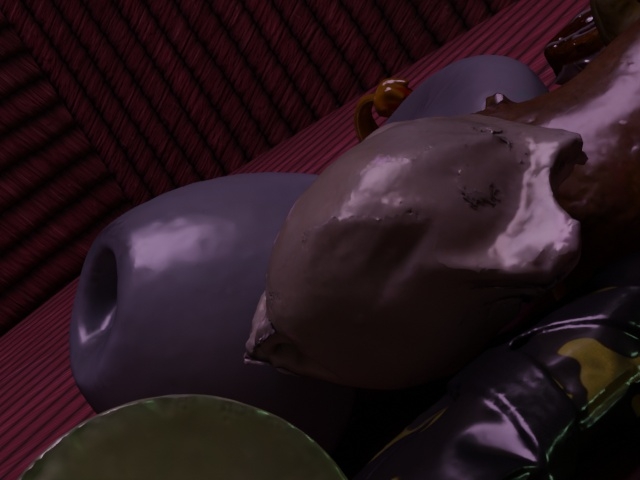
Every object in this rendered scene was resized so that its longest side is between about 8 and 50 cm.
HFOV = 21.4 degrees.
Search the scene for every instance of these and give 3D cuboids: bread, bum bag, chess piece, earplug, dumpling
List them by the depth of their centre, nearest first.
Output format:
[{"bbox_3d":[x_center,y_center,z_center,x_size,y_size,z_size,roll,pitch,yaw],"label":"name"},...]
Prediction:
[{"bbox_3d":[0.096,0.062,0.681,0.232,0.060,0.106,-38,11,-26],"label":"bum bag"},{"bbox_3d":[-0.079,0.140,0.688,0.144,0.144,0.251,-36,3,-17],"label":"chess piece"},{"bbox_3d":[0.044,-0.001,0.764,0.199,0.118,0.136,-13,38,42],"label":"dumpling"},{"bbox_3d":[0.007,0.010,0.948,0.325,0.175,0.214,-37,2,-31],"label":"earplug"},{"bbox_3d":[0.270,-0.175,1.438,0.160,0.073,0.160,-32,7,4],"label":"bread"}]

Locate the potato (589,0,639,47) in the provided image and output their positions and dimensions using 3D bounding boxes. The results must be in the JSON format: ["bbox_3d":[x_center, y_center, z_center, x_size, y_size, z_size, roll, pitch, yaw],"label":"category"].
[{"bbox_3d":[0.270,-0.181,1.186,0.251,0.159,0.174,-23,-32,-59],"label":"potato"}]

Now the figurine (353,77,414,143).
[{"bbox_3d":[0.088,-0.085,1.443,0.121,0.122,0.176,-34,6,-28],"label":"figurine"}]

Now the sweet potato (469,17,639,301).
[{"bbox_3d":[0.240,-0.090,0.815,0.336,0.131,0.131,-32,7,7],"label":"sweet potato"}]
